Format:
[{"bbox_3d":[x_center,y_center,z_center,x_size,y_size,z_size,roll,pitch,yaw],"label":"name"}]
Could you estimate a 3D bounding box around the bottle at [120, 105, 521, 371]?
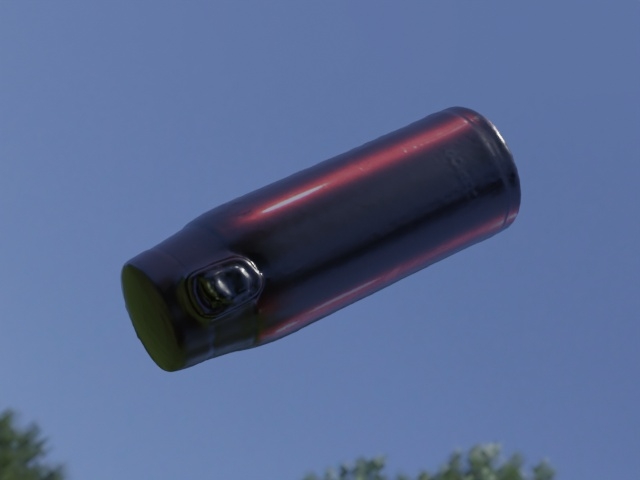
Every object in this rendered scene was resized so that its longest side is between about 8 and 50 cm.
[{"bbox_3d":[0.000,0.000,0.644,0.060,0.164,0.060,36,-42,40],"label":"bottle"}]
